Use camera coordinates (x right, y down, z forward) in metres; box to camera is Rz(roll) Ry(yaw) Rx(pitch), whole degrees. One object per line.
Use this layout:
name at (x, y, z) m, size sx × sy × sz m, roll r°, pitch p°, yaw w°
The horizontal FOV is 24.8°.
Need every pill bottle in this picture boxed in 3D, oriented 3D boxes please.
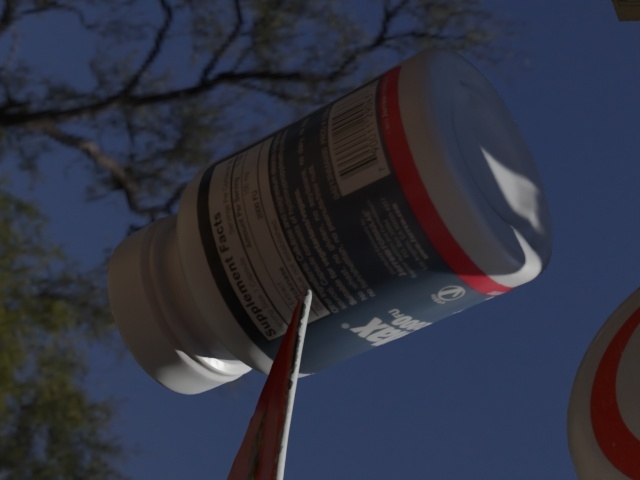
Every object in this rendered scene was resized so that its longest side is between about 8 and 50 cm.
pill bottle at (0.000, 0.000, 0.642) m, size 0.180 × 0.108 × 0.108 m, roll -25°, pitch -98°, yaw 27°

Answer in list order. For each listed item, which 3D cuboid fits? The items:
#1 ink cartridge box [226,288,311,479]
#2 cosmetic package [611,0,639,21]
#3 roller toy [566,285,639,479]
ink cartridge box at (-0.070, 0.177, 0.442) m, size 0.275 × 0.060 × 0.239 m, roll 112°, pitch -13°, yaw -51°
cosmetic package at (0.247, -0.227, 1.129) m, size 0.060 × 0.041 × 0.115 m, roll 9°, pitch -41°, yaw 42°
roller toy at (0.238, 0.098, 0.782) m, size 0.146 × 0.209 × 0.191 m, roll 46°, pitch -13°, yaw -33°
